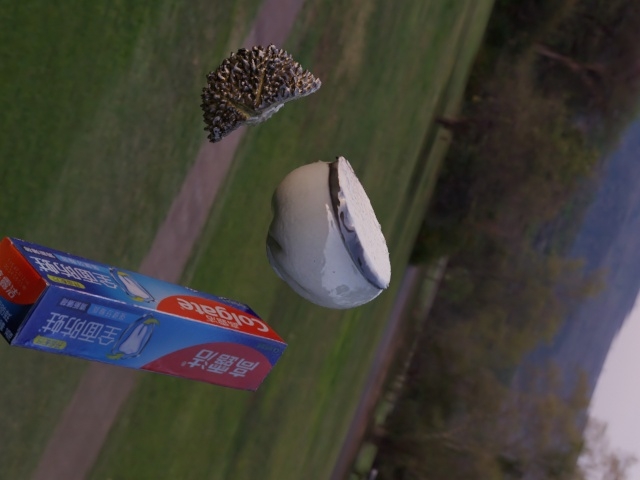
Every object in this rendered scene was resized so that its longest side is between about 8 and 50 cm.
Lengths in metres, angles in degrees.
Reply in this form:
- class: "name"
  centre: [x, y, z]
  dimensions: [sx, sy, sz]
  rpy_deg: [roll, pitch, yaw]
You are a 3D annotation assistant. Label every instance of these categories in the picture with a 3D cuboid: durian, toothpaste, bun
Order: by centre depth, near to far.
- class: "toothpaste"
  centre: [-0.159, 0.073, 1.079]
  dimensions: [0.320, 0.076, 0.066]
  rpy_deg: [19, 108, -53]
- class: "bun"
  centre: [0.000, 0.000, 1.347]
  dimensions: [0.172, 0.120, 0.172]
  rpy_deg: [59, 18, -32]
- class: "durian"
  centre: [-0.083, -0.180, 1.412]
  dimensions: [0.148, 0.091, 0.188]
  rpy_deg: [-30, -178, -3]
